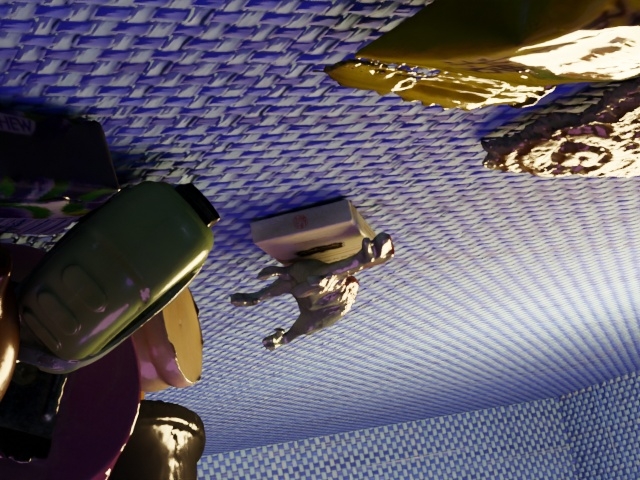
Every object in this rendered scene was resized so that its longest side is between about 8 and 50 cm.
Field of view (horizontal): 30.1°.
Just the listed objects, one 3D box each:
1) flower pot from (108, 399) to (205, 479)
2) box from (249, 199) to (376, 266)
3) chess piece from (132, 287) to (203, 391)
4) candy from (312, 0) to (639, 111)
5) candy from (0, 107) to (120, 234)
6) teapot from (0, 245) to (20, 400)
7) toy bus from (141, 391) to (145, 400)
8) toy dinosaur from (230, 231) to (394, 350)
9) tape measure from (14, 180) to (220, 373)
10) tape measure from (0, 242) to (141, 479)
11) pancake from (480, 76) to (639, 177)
[{"bbox_3d":[-0.250,0.355,1.217,0.379,0.251,0.379,-23,157,-10],"label":"flower pot"},{"bbox_3d":[0.000,0.000,1.095,0.090,0.024,0.167,-14,166,9],"label":"box"},{"bbox_3d":[-0.315,0.121,1.137,0.397,0.117,0.117,-13,166,9],"label":"chess piece"},{"bbox_3d":[0.155,-0.127,0.617,0.187,0.081,0.297,2,160,-39],"label":"candy"},{"bbox_3d":[-0.253,-0.043,0.638,0.088,0.061,0.312,-25,162,38],"label":"candy"},{"bbox_3d":[-0.304,0.062,0.745,0.252,0.178,0.135,-23,165,-2],"label":"teapot"},{"bbox_3d":[-0.339,0.221,1.374,0.138,0.167,0.275,-24,161,39],"label":"toy bus"},{"bbox_3d":[0.004,0.056,1.152,0.167,0.053,0.242,-19,158,6],"label":"toy dinosaur"},{"bbox_3d":[-0.145,0.021,0.841,0.177,0.087,0.154,-44,-177,-41],"label":"tape measure"},{"bbox_3d":[-0.257,0.124,0.908,0.231,0.245,0.149,15,154,-29],"label":"tape measure"},{"bbox_3d":[0.233,-0.100,0.897,0.244,0.057,0.266,-8,164,19],"label":"pancake"}]
